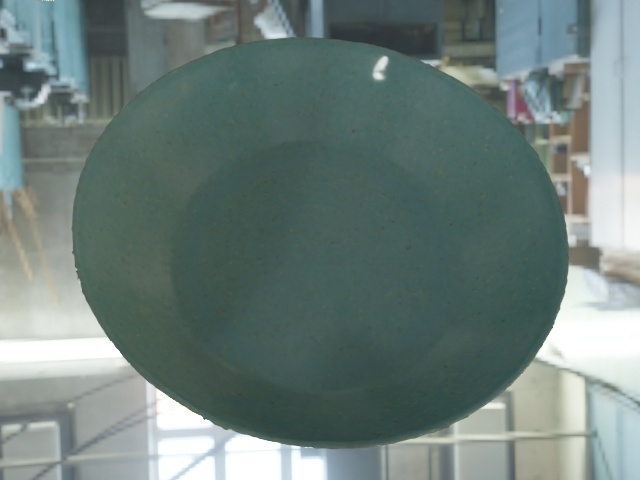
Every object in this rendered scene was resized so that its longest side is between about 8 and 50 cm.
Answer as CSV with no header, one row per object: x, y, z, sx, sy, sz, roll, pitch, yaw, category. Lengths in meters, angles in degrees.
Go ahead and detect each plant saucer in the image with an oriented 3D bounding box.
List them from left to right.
0.000,0.000,0.440,0.194,0.195,0.037,-2,147,-8,plant saucer
